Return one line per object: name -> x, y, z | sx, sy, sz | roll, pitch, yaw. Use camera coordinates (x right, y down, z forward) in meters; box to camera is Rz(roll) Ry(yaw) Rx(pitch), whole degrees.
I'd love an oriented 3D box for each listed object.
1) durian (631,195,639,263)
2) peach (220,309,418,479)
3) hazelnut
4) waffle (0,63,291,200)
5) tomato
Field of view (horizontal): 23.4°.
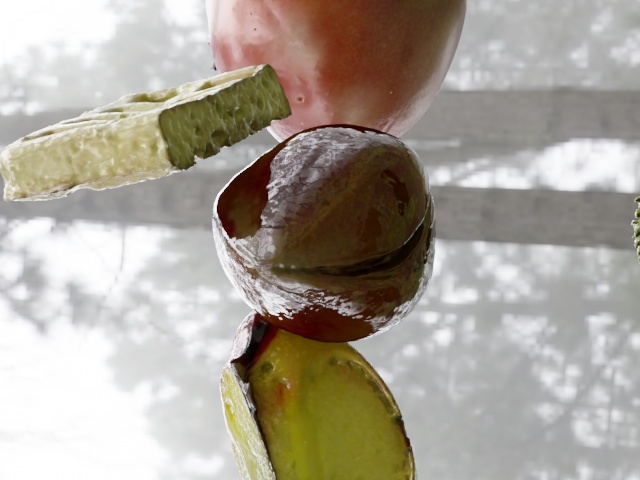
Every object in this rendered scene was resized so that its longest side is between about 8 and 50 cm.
durian -> 0.423, -0.017, 1.715 | 0.137, 0.095, 0.220 | -34, -47, -15
peach -> -0.005, 0.193, 1.447 | 0.159, 0.154, 0.267 | -15, -110, -24
hazelnut -> 0.000, 0.000, 1.319 | 0.208, 0.208, 0.208 | -10, -78, -60
waffle -> -0.150, -0.097, 1.368 | 0.274, 0.168, 0.057 | -37, -64, -63
tomato -> 0.024, -0.267, 1.802 | 0.321, 0.322, 0.321 | -10, -78, -60
